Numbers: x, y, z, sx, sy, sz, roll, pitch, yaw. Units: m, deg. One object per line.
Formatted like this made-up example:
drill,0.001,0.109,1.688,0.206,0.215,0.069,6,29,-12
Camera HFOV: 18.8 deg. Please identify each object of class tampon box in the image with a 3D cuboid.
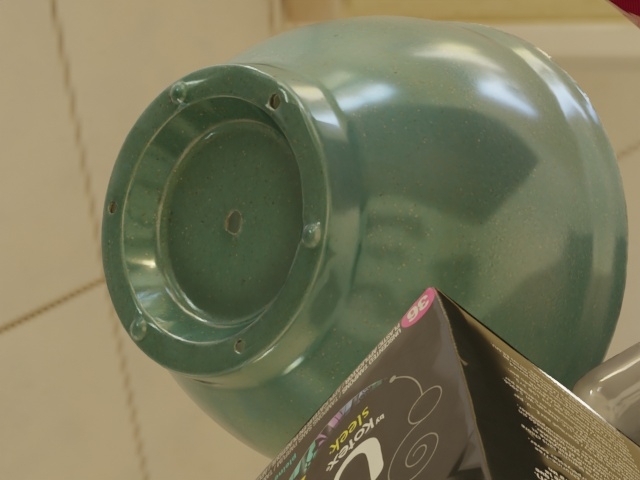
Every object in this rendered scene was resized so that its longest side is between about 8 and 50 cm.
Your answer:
tampon box,0.041,0.113,0.568,0.101,0.161,0.120,37,104,-16

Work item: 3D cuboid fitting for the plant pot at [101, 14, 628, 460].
plant pot,0.000,0.000,1.116,0.196,0.293,0.293,10,86,-48

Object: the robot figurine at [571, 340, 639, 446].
robot figurine,0.263,0.170,1.036,0.353,0.200,0.300,-35,80,-11

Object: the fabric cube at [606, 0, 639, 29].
fabric cube,0.233,-0.234,0.911,0.258,0.259,0.254,34,83,-30
